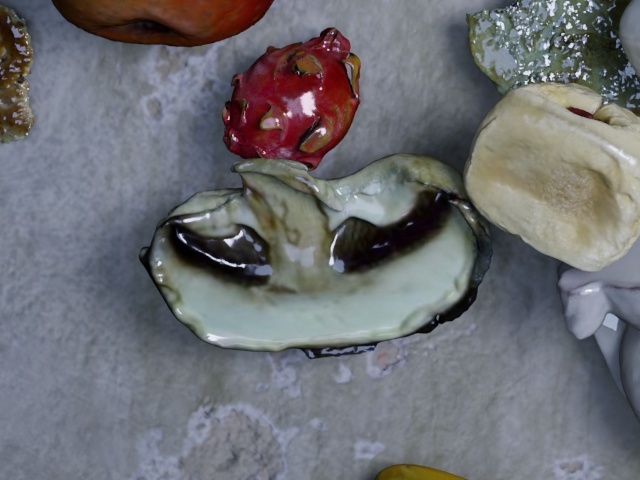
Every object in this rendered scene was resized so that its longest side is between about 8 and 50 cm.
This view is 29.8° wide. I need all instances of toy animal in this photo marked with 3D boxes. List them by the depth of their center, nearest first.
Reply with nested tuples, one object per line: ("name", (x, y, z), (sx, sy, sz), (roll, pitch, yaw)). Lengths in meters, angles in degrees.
("toy animal", (0.354, 0.099, 1.163), (0.206, 0.272, 0.265), (-33, 117, -13))

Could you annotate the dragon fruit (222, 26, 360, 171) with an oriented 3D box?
("dragon fruit", (-0.022, -0.139, 1.230), (0.133, 0.136, 0.166), (44, 77, -32))

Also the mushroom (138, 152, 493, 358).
("mushroom", (0.001, -0.001, 1.216), (0.344, 0.130, 0.247), (-17, 121, 17))

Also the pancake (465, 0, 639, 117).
("pancake", (0.266, -0.223, 1.167), (0.254, 0.037, 0.253), (2, 103, 8))

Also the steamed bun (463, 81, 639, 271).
("steamed bun", (0.233, -0.080, 1.110), (0.172, 0.155, 0.140), (29, 128, 7))

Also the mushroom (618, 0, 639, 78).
("mushroom", (0.406, -0.140, 1.099), (0.159, 0.122, 0.329), (-37, 115, 22))

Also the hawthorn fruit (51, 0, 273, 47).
("hawthorn fruit", (-0.150, -0.308, 1.168), (0.262, 0.258, 0.258), (-23, 95, -13))

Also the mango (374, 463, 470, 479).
("mango", (0.139, 0.311, 1.288), (0.195, 0.098, 0.137), (41, 107, 9))

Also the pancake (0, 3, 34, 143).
("pancake", (-0.438, -0.175, 1.333), (0.257, 0.056, 0.212), (15, 102, 8))
